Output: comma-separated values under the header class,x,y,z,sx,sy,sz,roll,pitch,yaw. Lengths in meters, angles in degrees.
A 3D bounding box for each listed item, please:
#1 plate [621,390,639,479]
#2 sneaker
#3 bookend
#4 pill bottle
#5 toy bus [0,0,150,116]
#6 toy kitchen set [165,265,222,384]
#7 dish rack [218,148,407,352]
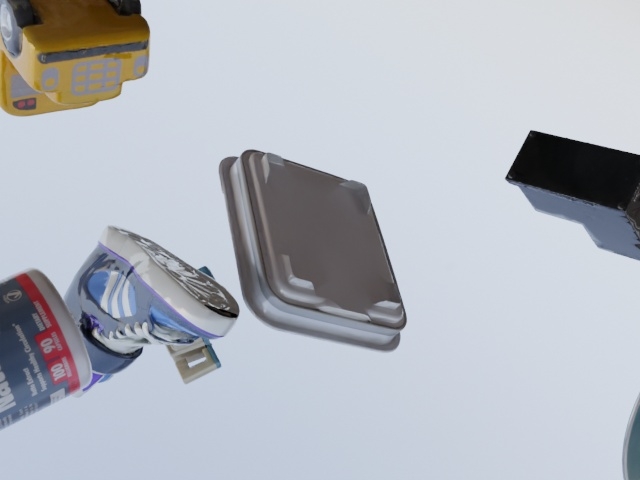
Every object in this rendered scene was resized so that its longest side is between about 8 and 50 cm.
class,x,y,z,sx,sy,sz,roll,pitch,yaw
plate,0.289,0.125,0.725,0.188,0.188,0.024,7,-167,-32
sneaker,-0.256,0.133,1.339,0.130,0.236,0.323,23,-175,-43
bookend,0.328,-0.048,1.163,0.156,0.072,0.157,20,166,40
pill bottle,-0.278,0.103,0.743,0.180,0.108,0.108,-27,-127,-25
toy bus,-0.271,-0.221,0.869,0.108,0.130,0.332,-15,-131,-33
toy kitchen set,-0.212,0.100,1.554,0.122,0.166,0.207,-26,-134,-10
dish rack,0.000,0.000,1.464,0.286,0.072,0.332,16,-137,-33
